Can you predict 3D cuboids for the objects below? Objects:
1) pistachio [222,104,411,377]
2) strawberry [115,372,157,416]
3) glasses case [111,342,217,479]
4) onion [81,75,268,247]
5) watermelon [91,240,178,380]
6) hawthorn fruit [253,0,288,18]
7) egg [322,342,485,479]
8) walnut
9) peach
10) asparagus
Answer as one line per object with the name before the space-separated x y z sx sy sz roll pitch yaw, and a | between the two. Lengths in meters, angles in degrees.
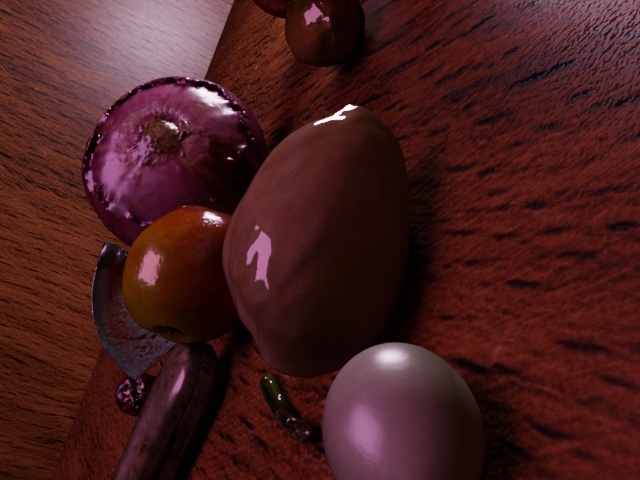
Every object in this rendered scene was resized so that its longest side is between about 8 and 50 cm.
pistachio | 0.000 0.000 0.767 0.162 0.181 0.293 96 -170 -54
strawberry | -0.396 0.335 1.694 0.106 0.106 0.106 -55 22 36
glasses case | -0.281 0.363 1.304 0.425 0.098 0.156 -65 16 12
onion | -0.277 -0.143 1.512 0.345 0.358 0.358 137 154 -89
watermelon | -0.362 0.155 1.643 0.320 0.214 0.289 64 -160 -47
hawthorn fruit | -0.063 -0.547 1.617 0.181 0.181 0.235 -58 33 30
egg | 0.059 0.137 0.548 0.114 0.114 0.152 -61 21 21
walnut | 0.002 -0.349 1.251 0.137 0.137 0.245 -66 17 9
peach | -0.205 0.055 1.243 0.231 0.231 0.231 -55 22 36
asparagus | -0.043 0.199 0.916 0.236 0.027 0.034 -156 77 -73
